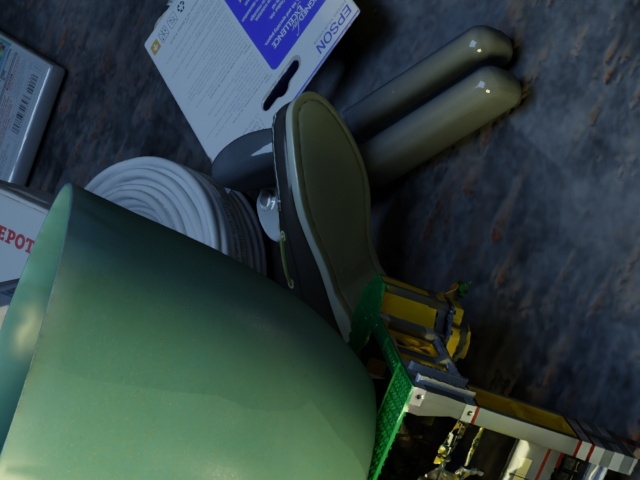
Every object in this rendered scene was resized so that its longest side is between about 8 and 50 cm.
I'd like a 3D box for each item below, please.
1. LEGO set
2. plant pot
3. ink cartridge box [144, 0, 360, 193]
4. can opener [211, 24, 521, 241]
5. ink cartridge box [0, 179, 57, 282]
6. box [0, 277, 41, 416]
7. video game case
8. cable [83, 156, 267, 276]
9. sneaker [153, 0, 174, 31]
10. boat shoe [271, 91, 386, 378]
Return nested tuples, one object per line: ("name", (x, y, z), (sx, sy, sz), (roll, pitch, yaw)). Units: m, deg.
("LEGO set", (0.089, 0.201, 1.308), (0.255, 0.192, 0.331), (-143, 72, -76))
("plant pot", (-0.103, 0.138, 1.231), (0.293, 0.235, 0.293), (-160, 90, -77))
("ink cartridge box", (-0.052, -0.177, 1.606), (0.206, 0.045, 0.208), (-52, 47, 25))
("can opener", (0.034, -0.081, 1.464), (0.280, 0.093, 0.074), (-27, 60, 35))
("ink cartridge box", (-0.265, 0.094, 1.586), (0.197, 0.114, 0.272), (22, 97, 47))
("box", (-0.186, 0.157, 1.438), (0.127, 0.231, 0.262), (-155, 55, -74))
("video game case", (-0.351, -0.109, 1.932), (0.193, 0.023, 0.212), (31, 105, 46))
("cable", (-0.148, 0.056, 1.624), (0.257, 0.089, 0.257), (-22, 64, 41))
("sneaker", (-0.125, -0.220, 1.713), (0.083, 0.032, 0.037), (-49, 35, 23))
("boat shoe", (0.000, 0.000, 1.433), (0.069, 0.081, 0.227), (-9, 100, 45))
